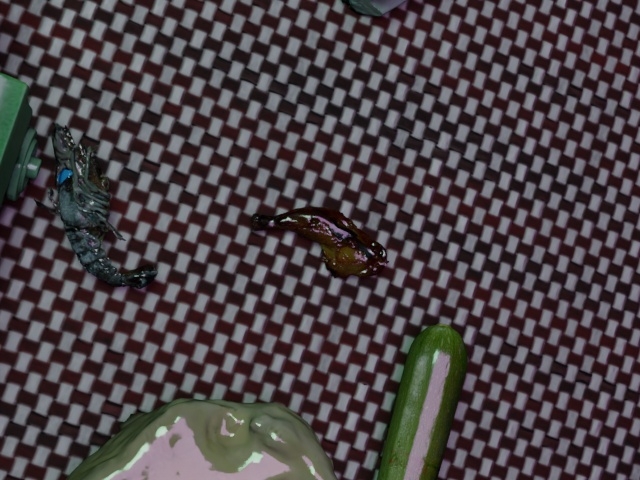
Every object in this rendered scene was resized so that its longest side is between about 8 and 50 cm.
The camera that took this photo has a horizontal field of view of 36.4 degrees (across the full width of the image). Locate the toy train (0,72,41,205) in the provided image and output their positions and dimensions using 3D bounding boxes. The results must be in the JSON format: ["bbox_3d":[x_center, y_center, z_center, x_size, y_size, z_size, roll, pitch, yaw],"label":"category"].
[{"bbox_3d":[-0.327,-0.015,0.823,0.120,0.202,0.301,18,83,-8],"label":"toy train"}]

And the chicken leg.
[{"bbox_3d":[0.002,-0.004,0.991,0.145,0.037,0.062,31,93,-12],"label":"chicken leg"}]

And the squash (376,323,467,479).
[{"bbox_3d":[0.098,0.196,0.981,0.066,0.066,0.229,18,83,-12],"label":"squash"}]

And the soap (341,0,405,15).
[{"bbox_3d":[0.117,-0.354,1.008,0.261,0.094,0.150,-33,95,-13],"label":"soap"}]

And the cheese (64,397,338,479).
[{"bbox_3d":[-0.123,0.296,0.894,0.326,0.115,0.318,15,83,-13],"label":"cheese"}]

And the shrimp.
[{"bbox_3d":[-0.218,-0.026,0.912,0.076,0.082,0.174,-28,100,-19],"label":"shrimp"}]
